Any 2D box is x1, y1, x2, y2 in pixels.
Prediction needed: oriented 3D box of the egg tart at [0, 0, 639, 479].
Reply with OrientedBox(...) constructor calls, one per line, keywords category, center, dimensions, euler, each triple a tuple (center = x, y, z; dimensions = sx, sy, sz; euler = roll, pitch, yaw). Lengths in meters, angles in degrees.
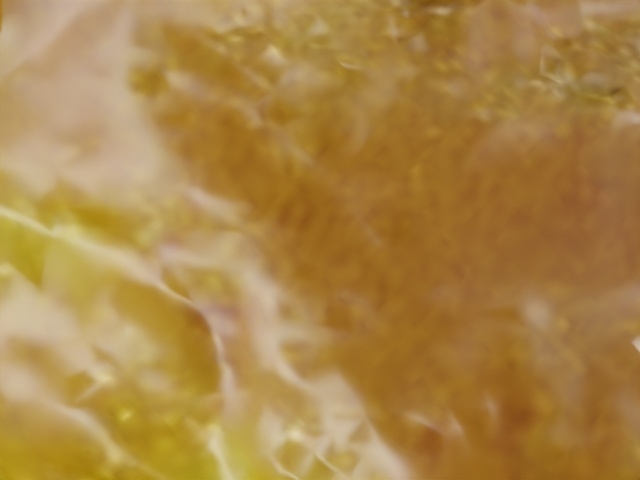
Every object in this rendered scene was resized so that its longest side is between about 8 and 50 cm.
OrientedBox(category="egg tart", center=(0.000, 0.000, 0.350), dimensions=(0.387, 0.169, 0.388), euler=(7, 69, -18))
